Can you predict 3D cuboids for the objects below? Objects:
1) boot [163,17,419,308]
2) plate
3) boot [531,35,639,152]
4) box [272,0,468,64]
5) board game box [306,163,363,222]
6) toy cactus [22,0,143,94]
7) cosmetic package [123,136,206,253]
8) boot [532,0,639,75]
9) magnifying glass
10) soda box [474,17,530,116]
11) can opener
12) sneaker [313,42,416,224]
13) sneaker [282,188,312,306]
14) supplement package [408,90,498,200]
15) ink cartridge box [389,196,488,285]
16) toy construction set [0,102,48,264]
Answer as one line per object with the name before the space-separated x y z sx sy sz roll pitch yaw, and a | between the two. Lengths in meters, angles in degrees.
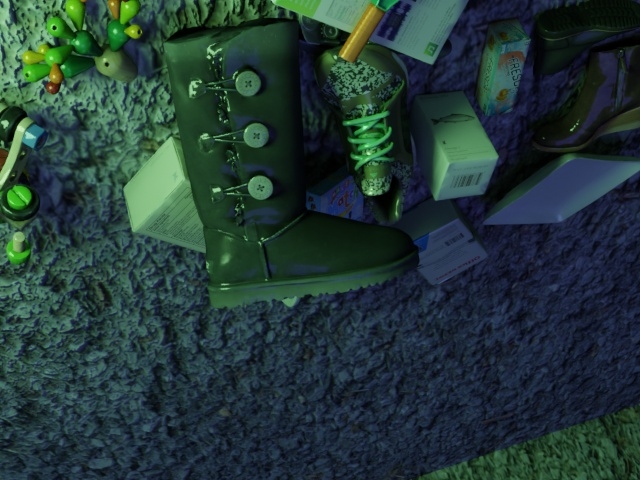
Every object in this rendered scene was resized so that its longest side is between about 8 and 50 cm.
boot | -0.038 -0.137 1.551 0.367 0.146 0.445 -11 103 -11
plate | 0.524 -0.117 2.086 0.277 0.045 0.278 -1 153 -38
boot | 0.532 -0.291 1.904 0.249 0.090 0.206 -15 131 1
box | 0.098 -0.420 1.453 0.322 0.058 0.232 12 117 -36
board game box | 0.028 -0.031 1.885 0.160 0.039 0.211 -38 138 -45
toy cactus | -0.337 -0.285 1.454 0.219 0.112 0.180 -40 151 12
cosmetic package | -0.191 -0.062 1.801 0.309 0.113 0.160 21 128 -43
boot | 0.487 -0.369 1.769 0.198 0.076 0.137 -4 149 0
magnifying glass | 0.100 -0.368 1.436 0.092 0.026 0.231 19 114 -38
soda box | 0.330 -0.314 1.761 0.058 0.063 0.183 -13 144 -11
can opener | 0.081 -0.346 1.611 0.284 0.075 0.095 1 172 -28
sneaker | 0.097 -0.171 1.659 0.158 0.182 0.410 -13 145 11
sneaker | 0.000 0.000 2.005 0.147 0.104 0.295 -19 138 -34
supplement package | 0.240 -0.179 1.797 0.105 0.179 0.105 -9 143 -16
ink cartridge box | 0.262 -0.002 2.127 0.148 0.085 0.203 -29 145 13
toy construction set | -0.585 -0.077 1.525 0.309 0.257 0.237 12 150 -9
